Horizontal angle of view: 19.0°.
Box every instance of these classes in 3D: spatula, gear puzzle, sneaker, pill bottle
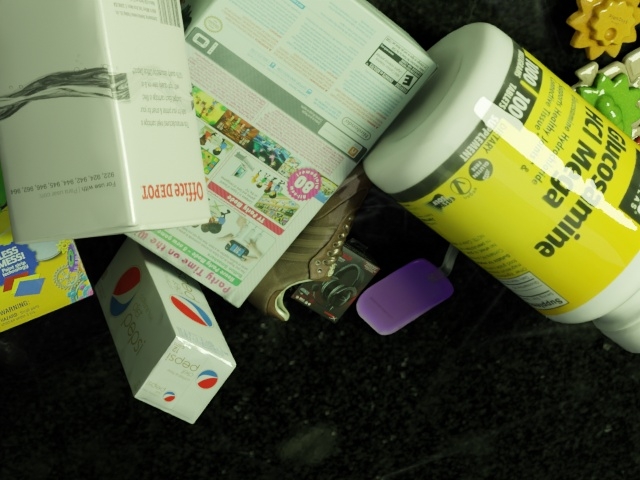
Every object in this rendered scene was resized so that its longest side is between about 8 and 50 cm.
[{"bbox_3d":[0.157,-0.015,1.947,0.296,0.030,0.084,-45,137,2],"label":"spatula"},{"bbox_3d":[0.334,-0.122,1.930,0.175,0.044,0.339,-30,123,-10],"label":"gear puzzle"},{"bbox_3d":[0.000,0.000,1.877,0.188,0.066,0.071,-44,88,19],"label":"sneaker"},{"bbox_3d":[0.220,-0.041,1.832,0.334,0.188,0.188,37,102,-18],"label":"pill bottle"}]

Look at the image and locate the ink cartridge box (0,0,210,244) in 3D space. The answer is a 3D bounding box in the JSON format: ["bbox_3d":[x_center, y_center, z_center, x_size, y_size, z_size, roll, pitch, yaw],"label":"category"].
[{"bbox_3d":[-0.190,-0.138,1.600,0.114,0.198,0.273,-8,90,15],"label":"ink cartridge box"}]

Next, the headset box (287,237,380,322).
[{"bbox_3d":[0.014,0.033,1.930,0.062,0.032,0.083,32,105,-30],"label":"headset box"}]

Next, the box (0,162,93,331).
[{"bbox_3d":[-0.392,-0.047,1.671,0.290,0.177,0.279,-23,121,-5],"label":"box"}]

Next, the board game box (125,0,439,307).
[{"bbox_3d":[-0.074,-0.119,1.783,0.224,0.097,0.303,35,101,-29],"label":"board game box"}]

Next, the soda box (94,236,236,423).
[{"bbox_3d":[-0.149,0.078,1.792,0.069,0.216,0.074,28,105,-27],"label":"soda box"}]
